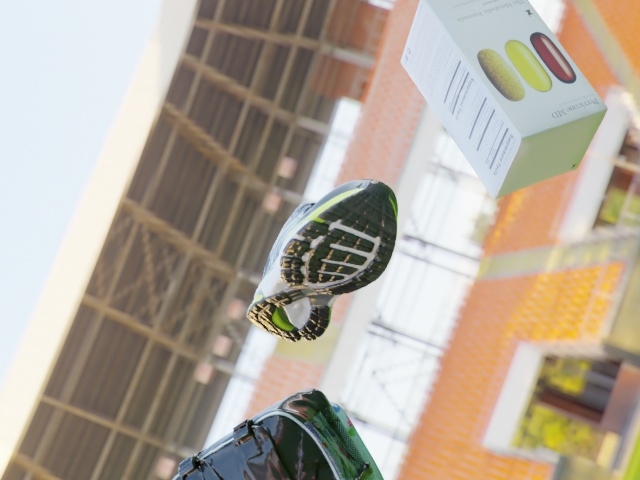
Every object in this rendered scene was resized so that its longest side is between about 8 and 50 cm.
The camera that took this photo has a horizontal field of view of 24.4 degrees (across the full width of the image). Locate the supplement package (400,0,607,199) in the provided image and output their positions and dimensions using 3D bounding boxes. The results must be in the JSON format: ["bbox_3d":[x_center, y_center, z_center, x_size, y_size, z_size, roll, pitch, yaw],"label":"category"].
[{"bbox_3d":[0.230,-0.199,1.889,0.139,0.244,0.134,-21,-27,-22],"label":"supplement package"}]

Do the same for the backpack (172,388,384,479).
[{"bbox_3d":[-0.024,0.327,1.756,0.225,0.253,0.191,-36,-9,24],"label":"backpack"}]

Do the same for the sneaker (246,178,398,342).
[{"bbox_3d":[0.000,0.000,1.611,0.300,0.111,0.121,133,152,-55],"label":"sneaker"}]
